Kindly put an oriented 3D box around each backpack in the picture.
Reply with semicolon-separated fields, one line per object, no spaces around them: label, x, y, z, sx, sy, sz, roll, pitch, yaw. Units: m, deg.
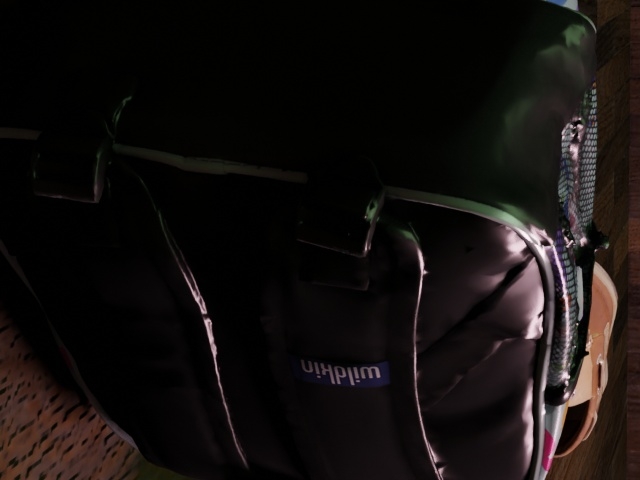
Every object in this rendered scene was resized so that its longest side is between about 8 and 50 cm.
backpack;0.000;0.000;0.652;0.253;0.225;0.191;80;24;-48

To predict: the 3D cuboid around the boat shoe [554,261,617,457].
boat shoe;0.240;0.119;1.697;0.324;0.123;0.116;66;32;-53
